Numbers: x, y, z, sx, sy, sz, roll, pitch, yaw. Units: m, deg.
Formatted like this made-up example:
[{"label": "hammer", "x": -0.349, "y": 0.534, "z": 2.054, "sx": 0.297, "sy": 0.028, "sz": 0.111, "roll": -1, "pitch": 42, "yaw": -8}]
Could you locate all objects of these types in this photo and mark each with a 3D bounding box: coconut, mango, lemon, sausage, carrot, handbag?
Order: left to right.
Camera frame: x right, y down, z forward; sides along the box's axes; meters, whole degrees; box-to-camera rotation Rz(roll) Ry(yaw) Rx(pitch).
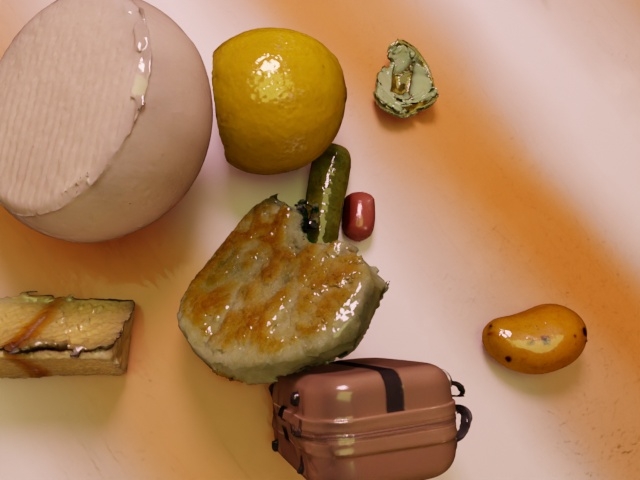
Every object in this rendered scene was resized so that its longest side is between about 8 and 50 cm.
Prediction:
[{"label": "lemon", "x": -0.063, "y": -0.233, "z": 0.931, "sx": 0.219, "sy": 0.240, "sz": 0.240, "roll": -8, "pitch": 76, "yaw": -2}, {"label": "carrot", "x": 0.000, "y": 0.000, "z": 0.973, "sx": 0.074, "sy": 0.074, "sz": 0.358, "roll": 9, "pitch": 76, "yaw": -7}, {"label": "sausage", "x": 0.071, "y": -0.044, "z": 0.998, "sx": 0.054, "sy": 0.059, "sz": 0.094, "roll": 11, "pitch": 69, "yaw": -19}, {"label": "handbag", "x": 0.079, "y": 0.246, "z": 0.801, "sx": 0.283, "sy": 0.302, "sz": 0.149, "roll": 0, "pitch": 79, "yaw": -15}, {"label": "coconut", "x": 0.164, "y": -0.300, "z": 1.085, "sx": 0.133, "sy": 0.055, "sz": 0.158, "roll": 29, "pitch": 74, "yaw": -2}, {"label": "mango", "x": 0.377, "y": 0.175, "z": 0.974, "sx": 0.178, "sy": 0.090, "sz": 0.115, "roll": -14, "pitch": 68, "yaw": -9}]

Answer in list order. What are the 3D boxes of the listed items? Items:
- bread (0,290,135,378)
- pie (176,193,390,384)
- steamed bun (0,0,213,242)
[{"label": "bread", "x": -0.423, "y": 0.152, "z": 0.838, "sx": 0.266, "sy": 0.141, "sz": 0.178, "roll": 4, "pitch": 34, "yaw": -7}, {"label": "pie", "x": -0.074, "y": 0.070, "z": 0.834, "sx": 0.296, "sy": 0.078, "sz": 0.371, "roll": -36, "pitch": 40, "yaw": -7}, {"label": "steamed bun", "x": -0.321, "y": -0.172, "z": 0.855, "sx": 0.374, "sy": 0.241, "sz": 0.374, "roll": -7, "pitch": 73, "yaw": 23}]
